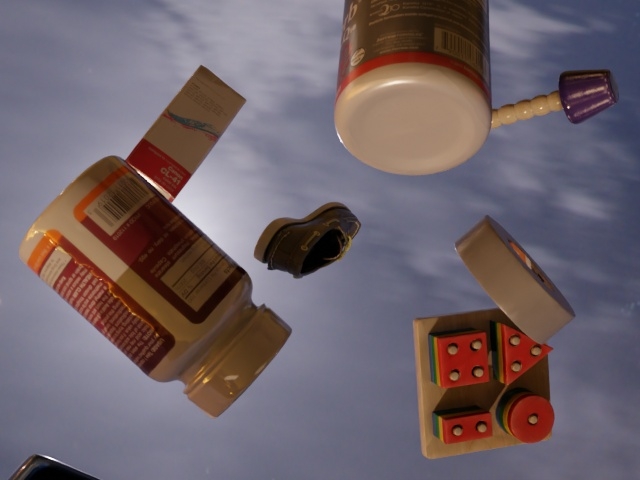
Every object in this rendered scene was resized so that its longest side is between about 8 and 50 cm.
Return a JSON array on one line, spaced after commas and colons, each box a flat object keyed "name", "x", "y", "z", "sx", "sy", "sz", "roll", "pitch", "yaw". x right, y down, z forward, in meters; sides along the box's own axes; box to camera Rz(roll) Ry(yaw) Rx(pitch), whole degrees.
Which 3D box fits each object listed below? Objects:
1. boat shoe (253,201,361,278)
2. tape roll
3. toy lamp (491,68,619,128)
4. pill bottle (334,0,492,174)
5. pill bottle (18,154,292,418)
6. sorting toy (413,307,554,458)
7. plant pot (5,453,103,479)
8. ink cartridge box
[{"name": "boat shoe", "x": -0.002, "y": 0.004, "z": 1.674, "sx": 0.091, "sy": 0.109, "sz": 0.305, "roll": 31, "pitch": -158, "yaw": 21}, {"name": "tape roll", "x": 0.315, "y": 0.062, "z": 1.533, "sx": 0.219, "sy": 0.072, "sz": 0.219, "roll": 45, "pitch": -166, "yaw": -15}, {"name": "toy lamp", "x": 0.290, "y": -0.186, "z": 1.366, "sx": 0.274, "sy": 0.080, "sz": 0.080, "roll": -13, "pitch": -154, "yaw": 34}, {"name": "pill bottle", "x": 0.134, "y": -0.291, "z": 1.331, "sx": 0.210, "sy": 0.210, "sz": 0.363, "roll": 6, "pitch": -124, "yaw": -1}, {"name": "pill bottle", "x": -0.247, "y": 0.075, "z": 1.460, "sx": 0.392, "sy": 0.224, "sz": 0.224, "roll": 43, "pitch": -137, "yaw": -2}, {"name": "sorting toy", "x": 0.309, "y": 0.257, "z": 1.705, "sx": 0.255, "sy": 0.257, "sz": 0.089, "roll": -6, "pitch": -175, "yaw": -15}, {"name": "plant pot", "x": -0.309, "y": 0.406, "z": 1.130, "sx": 0.236, "sy": 0.236, "sz": 0.212, "roll": -49, "pitch": -130, "yaw": -3}, {"name": "ink cartridge box", "x": -0.311, "y": -0.187, "z": 1.979, "sx": 0.131, "sy": 0.226, "sz": 0.306, "roll": 38, "pitch": -123, "yaw": -9}]
